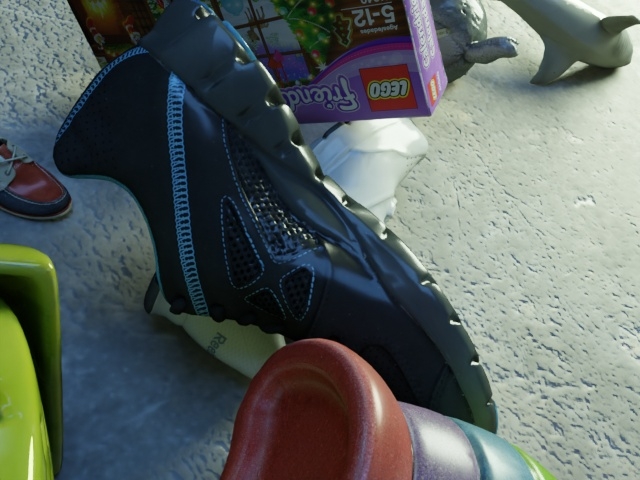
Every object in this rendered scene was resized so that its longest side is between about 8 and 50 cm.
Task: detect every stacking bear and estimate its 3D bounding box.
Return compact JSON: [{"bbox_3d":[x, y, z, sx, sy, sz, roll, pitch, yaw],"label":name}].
[{"bbox_3d":[0.089,0.192,0.415,0.289,0.164,0.175,32,63,-19],"label":"stacking bear"}]

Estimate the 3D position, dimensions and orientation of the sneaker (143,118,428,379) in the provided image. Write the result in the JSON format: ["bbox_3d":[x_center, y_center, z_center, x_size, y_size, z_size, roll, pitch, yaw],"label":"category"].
[{"bbox_3d":[0.000,0.000,0.630,0.129,0.111,0.297,44,58,7],"label":"sneaker"}]

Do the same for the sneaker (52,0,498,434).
[{"bbox_3d":[-0.023,0.017,0.506,0.140,0.125,0.341,-40,92,0],"label":"sneaker"}]

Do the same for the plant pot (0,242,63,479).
[{"bbox_3d":[-0.232,0.122,0.363,0.227,0.228,0.207,3,43,-13],"label":"plant pot"}]

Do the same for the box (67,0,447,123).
[{"bbox_3d":[-0.063,-0.188,0.611,0.293,0.200,0.057,1,41,27],"label":"box"}]

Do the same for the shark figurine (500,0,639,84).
[{"bbox_3d":[0.253,-0.249,0.915,0.278,0.116,0.166,25,13,-5],"label":"shark figurine"}]

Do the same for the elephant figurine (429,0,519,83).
[{"bbox_3d":[0.113,-0.256,0.849,0.186,0.169,0.239,53,33,-8],"label":"elephant figurine"}]

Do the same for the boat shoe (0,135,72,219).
[{"bbox_3d":[-0.263,-0.063,0.631,0.137,0.043,0.049,30,46,8],"label":"boat shoe"}]
